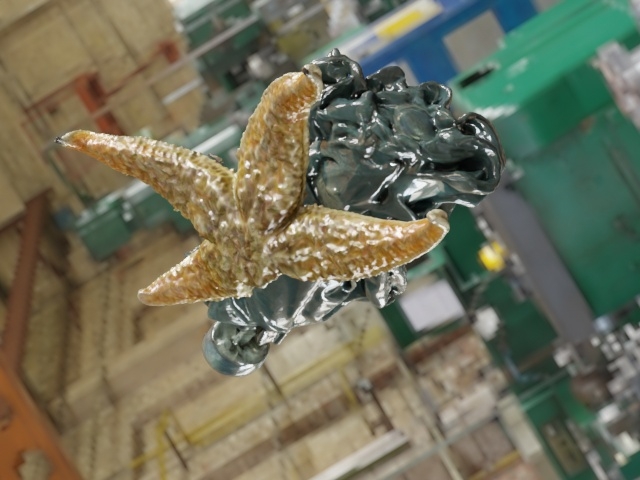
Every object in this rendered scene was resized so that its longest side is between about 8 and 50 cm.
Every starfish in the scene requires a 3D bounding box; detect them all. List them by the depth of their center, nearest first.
[{"bbox_3d":[-0.038,-0.032,0.969,0.050,0.247,0.138,-43,-66,-53],"label":"starfish"}]

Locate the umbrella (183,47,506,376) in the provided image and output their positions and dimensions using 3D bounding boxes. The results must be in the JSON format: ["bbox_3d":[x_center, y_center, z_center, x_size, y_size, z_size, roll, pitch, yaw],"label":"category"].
[{"bbox_3d":[-0.001,-0.003,1.122,0.143,0.094,0.349,39,141,2],"label":"umbrella"}]
